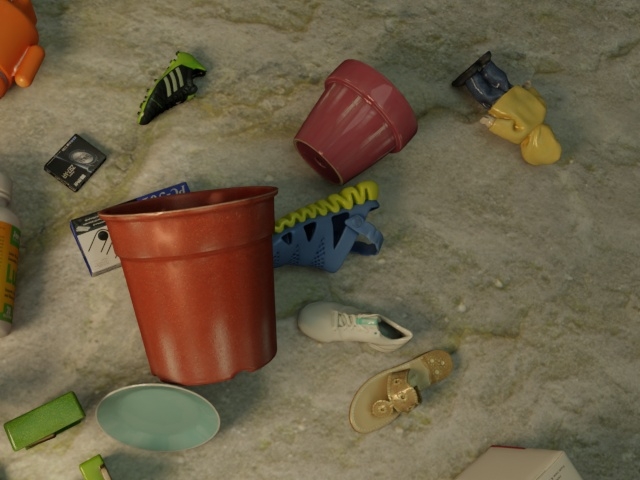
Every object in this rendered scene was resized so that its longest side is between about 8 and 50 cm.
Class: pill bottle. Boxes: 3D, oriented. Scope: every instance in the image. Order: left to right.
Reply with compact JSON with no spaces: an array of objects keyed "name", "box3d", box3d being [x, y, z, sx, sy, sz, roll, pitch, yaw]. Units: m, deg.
[{"name":"pill bottle","box3d":[-0.528,0.020,0.996,0.136,0.136,0.245,4,73,-20]}]

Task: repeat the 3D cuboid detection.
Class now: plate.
[{"name":"plate","box3d":[-0.247,0.267,1.018,0.188,0.188,0.024,15,41,-16]}]

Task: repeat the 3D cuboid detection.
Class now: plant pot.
[{"name":"plant pot","box3d":[-0.184,0.065,1.032,0.272,0.272,0.265,-11,100,-23]},{"name":"plant pot","box3d":[0.054,-0.210,1.265,0.201,0.201,0.180,43,80,-4]}]

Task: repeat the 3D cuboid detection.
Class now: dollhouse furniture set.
[{"name":"dollhouse furniture set","box3d":[-0.446,0.371,0.914,0.302,0.151,0.197,-25,84,-25]}]

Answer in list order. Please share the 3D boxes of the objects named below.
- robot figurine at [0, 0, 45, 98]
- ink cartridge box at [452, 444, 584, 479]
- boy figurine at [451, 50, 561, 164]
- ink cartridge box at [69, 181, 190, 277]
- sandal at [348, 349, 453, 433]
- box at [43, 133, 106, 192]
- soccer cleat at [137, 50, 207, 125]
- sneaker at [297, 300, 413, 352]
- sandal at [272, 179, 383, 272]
[{"name":"robot figurine","box3d":[-0.555,-0.317,1.093,0.158,0.128,0.219,39,61,-37]},{"name":"ink cartridge box","box3d":[0.400,0.520,1.151,0.131,0.226,0.306,-35,90,-24]},{"name":"boy figurine","box3d":[0.433,-0.289,1.478,0.285,0.092,0.177,46,64,-4]},{"name":"ink cartridge box","box3d":[-0.310,-0.021,1.141,0.207,0.046,0.097,-23,84,-25]},{"name":"sandal","box3d":[0.160,0.267,1.215,0.240,0.079,0.088,-27,85,-25]},{"name":"box","box3d":[-0.423,-0.134,1.146,0.067,0.018,0.083,38,65,-6]},{"name":"soccer cleat","box3d":[-0.273,-0.274,1.224,0.072,0.060,0.179,33,63,-10]},{"name":"sneaker","box3d":[0.067,0.151,1.207,0.212,0.094,0.080,13,72,-17]},{"name":"sandal","box3d":[0.000,0.000,1.215,0.317,0.126,0.138,-24,88,-24]}]
